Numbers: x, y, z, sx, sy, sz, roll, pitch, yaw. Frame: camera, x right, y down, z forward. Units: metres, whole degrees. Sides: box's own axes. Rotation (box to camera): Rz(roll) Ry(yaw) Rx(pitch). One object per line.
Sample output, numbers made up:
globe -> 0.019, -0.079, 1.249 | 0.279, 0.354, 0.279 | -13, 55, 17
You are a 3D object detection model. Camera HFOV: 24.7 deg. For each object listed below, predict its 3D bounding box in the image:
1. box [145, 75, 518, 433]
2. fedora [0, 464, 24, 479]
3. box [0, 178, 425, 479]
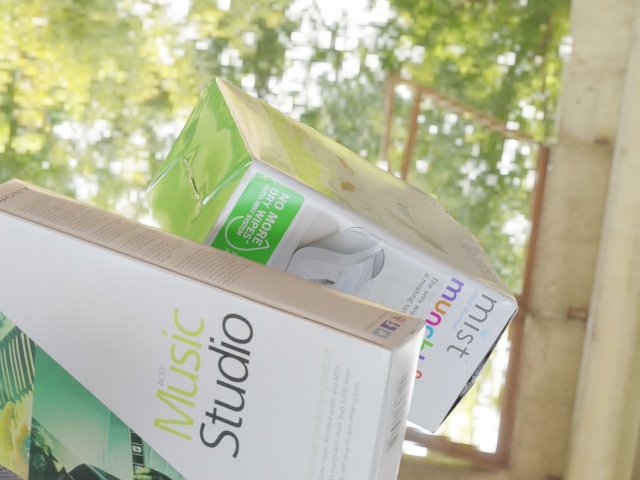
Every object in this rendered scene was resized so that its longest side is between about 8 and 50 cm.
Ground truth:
box -> 0.000, 0.000, 1.139 | 0.231, 0.127, 0.262 | 29, -168, -19
fedora -> -0.287, 0.190, 0.852 | 0.243, 0.275, 0.124 | 6, -153, -29
box -> -0.100, 0.113, 0.975 | 0.322, 0.232, 0.058 | 18, -154, 23
